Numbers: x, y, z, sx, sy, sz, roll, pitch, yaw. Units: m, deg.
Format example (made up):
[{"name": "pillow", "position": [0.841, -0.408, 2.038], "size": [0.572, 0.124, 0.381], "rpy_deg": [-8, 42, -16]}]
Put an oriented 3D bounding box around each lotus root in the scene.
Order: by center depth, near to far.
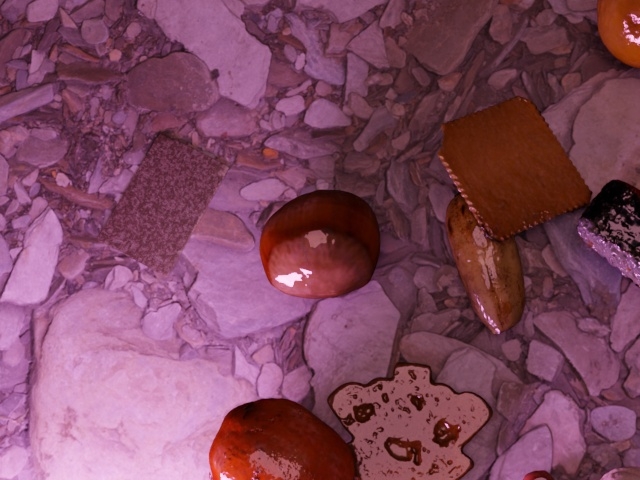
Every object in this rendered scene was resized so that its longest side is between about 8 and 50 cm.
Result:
[{"name": "lotus root", "position": [0.283, 0.028, 1.824], "size": [0.110, 0.097, 0.258], "rpy_deg": [-17, 79, 2]}]

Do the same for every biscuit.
[{"name": "biscuit", "position": [0.136, 0.354, 1.801], "size": [0.278, 0.043, 0.301], "rpy_deg": [8, 80, 9]}, {"name": "biscuit", "position": [0.324, -0.127, 1.842], "size": [0.232, 0.013, 0.236], "rpy_deg": [-22, 71, -23]}]

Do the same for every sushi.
[{"name": "sushi", "position": [0.532, 0.008, 1.767], "size": [0.225, 0.136, 0.126], "rpy_deg": [36, 88, 8]}]

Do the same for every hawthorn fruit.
[{"name": "hawthorn fruit", "position": [-0.036, 0.383, 1.740], "size": [0.299, 0.211, 0.211], "rpy_deg": [26, 83, 18]}]

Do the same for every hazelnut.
[{"name": "hazelnut", "position": [0.000, 0.000, 1.838], "size": [0.214, 0.176, 0.214], "rpy_deg": [-2, 49, 2]}]

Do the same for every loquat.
[{"name": "loquat", "position": [0.572, -0.393, 1.818], "size": [0.208, 0.208, 0.208], "rpy_deg": [-2, 77, 9]}]

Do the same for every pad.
[{"name": "pad", "position": [-0.289, -0.068, 1.984], "size": [0.158, 0.003, 0.235], "rpy_deg": [27, 83, 14]}]

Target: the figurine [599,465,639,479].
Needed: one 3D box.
[{"name": "figurine", "position": [0.426, 0.492, 1.639], "size": [0.332, 0.204, 0.185], "rpy_deg": [-43, 77, -1]}]

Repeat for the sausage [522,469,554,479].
[{"name": "sausage", "position": [0.352, 0.419, 1.745], "size": [0.059, 0.054, 0.094], "rpy_deg": [4, 78, 10]}]
